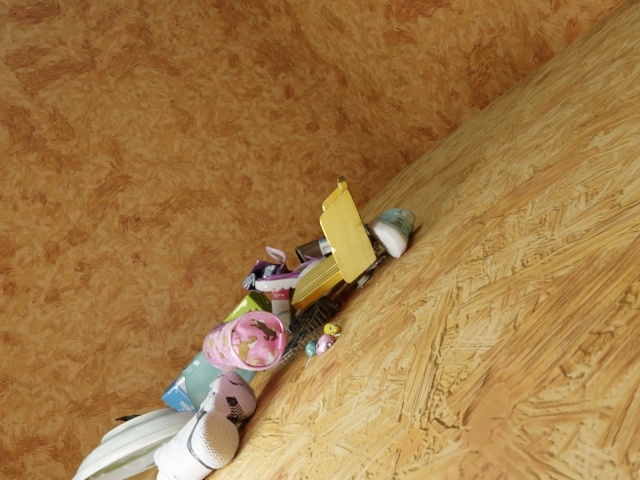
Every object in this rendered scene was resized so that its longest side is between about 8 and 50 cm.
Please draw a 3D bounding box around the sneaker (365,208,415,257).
[{"bbox_3d":[0.234,-0.049,1.416,0.150,0.135,0.366,-44,5,4],"label":"sneaker"}]

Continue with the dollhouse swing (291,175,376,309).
[{"bbox_3d":[0.000,0.000,1.456,0.304,0.315,0.347,-22,11,7],"label":"dollhouse swing"}]

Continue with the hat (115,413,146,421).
[{"bbox_3d":[-0.771,0.864,2.022,0.331,0.331,0.134,-40,47,51],"label":"hat"}]

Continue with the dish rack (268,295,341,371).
[{"bbox_3d":[-0.061,0.289,1.339,0.208,0.074,0.271,-44,4,31],"label":"dish rack"}]

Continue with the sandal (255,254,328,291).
[{"bbox_3d":[-0.048,0.110,1.713,0.416,0.102,0.169,-12,7,-27],"label":"sandal"}]

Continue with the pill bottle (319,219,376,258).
[{"bbox_3d":[0.129,0.001,1.846,0.245,0.131,0.130,-24,9,16],"label":"pill bottle"}]

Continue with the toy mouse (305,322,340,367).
[{"bbox_3d":[-0.002,0.268,1.169,0.143,0.031,0.161,-45,3,-21],"label":"toy mouse"}]

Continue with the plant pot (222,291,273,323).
[{"bbox_3d":[-0.304,0.370,2.019,0.228,0.207,0.227,-48,3,5],"label":"plant pot"}]

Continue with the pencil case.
[{"bbox_3d":[-0.224,0.295,1.280,0.167,0.160,0.386,-32,-1,-27],"label":"pencil case"}]

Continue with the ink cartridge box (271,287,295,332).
[{"bbox_3d":[-0.143,0.261,1.754,0.072,0.175,0.127,-1,8,5],"label":"ink cartridge box"}]

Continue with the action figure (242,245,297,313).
[{"bbox_3d":[-0.158,0.167,1.993,0.370,0.248,0.276,13,-82,-47],"label":"action figure"}]

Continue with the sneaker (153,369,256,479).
[{"bbox_3d":[-0.294,0.480,1.137,0.210,0.137,0.366,-42,6,8],"label":"sneaker"}]

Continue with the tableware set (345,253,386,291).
[{"bbox_3d":[0.149,0.108,1.473,0.169,0.020,0.141,-45,2,-18],"label":"tableware set"}]

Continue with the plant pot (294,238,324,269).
[{"bbox_3d":[0.035,0.070,2.023,0.230,0.215,0.215,-31,1,-8],"label":"plant pot"}]

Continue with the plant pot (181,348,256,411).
[{"bbox_3d":[-0.395,0.498,1.689,0.293,0.196,0.293,-44,2,2],"label":"plant pot"}]

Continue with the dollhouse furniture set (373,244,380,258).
[{"bbox_3d":[0.175,0.028,1.617,0.091,0.081,0.114,-45,3,-12],"label":"dollhouse furniture set"}]

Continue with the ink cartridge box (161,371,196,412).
[{"bbox_3d":[-0.534,0.621,2.130,0.395,0.166,0.285,-46,4,-11],"label":"ink cartridge box"}]

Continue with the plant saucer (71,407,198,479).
[{"bbox_3d":[-0.504,0.576,1.283,0.400,0.101,0.400,-24,-25,-12],"label":"plant saucer"}]
